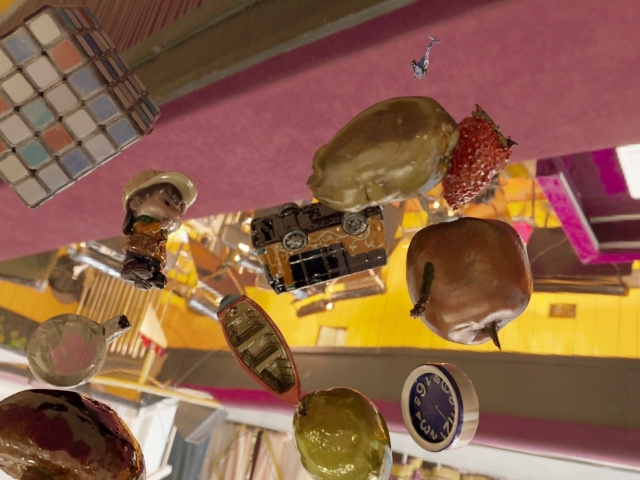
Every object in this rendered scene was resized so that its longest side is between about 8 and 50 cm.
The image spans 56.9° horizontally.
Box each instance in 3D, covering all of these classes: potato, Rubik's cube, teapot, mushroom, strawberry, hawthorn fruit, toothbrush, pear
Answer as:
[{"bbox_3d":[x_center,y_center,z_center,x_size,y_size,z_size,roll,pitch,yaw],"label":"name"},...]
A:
[{"bbox_3d":[0.135,-0.182,1.296,0.351,0.202,0.218,-20,120,0],"label":"potato"},{"bbox_3d":[-0.540,-0.285,1.217,0.287,0.292,0.293,-31,115,4],"label":"Rubik's cube"},{"bbox_3d":[-0.578,0.242,1.384,0.163,0.221,0.178,39,149,-11],"label":"teapot"},{"bbox_3d":[-0.499,0.467,1.133,0.331,0.356,0.334,18,145,-25],"label":"mushroom"},{"bbox_3d":[0.337,-0.193,1.404,0.098,0.174,0.228,9,133,-31],"label":"strawberry"},{"bbox_3d":[0.320,0.100,1.273,0.268,0.300,0.267,-9,156,-4],"label":"hawthorn fruit"},{"bbox_3d":[0.304,0.012,1.469,0.019,0.275,0.025,-27,-170,-2],"label":"toothbrush"},{"bbox_3d":[0.050,0.445,1.314,0.269,0.212,0.212,44,147,-19],"label":"pear"}]

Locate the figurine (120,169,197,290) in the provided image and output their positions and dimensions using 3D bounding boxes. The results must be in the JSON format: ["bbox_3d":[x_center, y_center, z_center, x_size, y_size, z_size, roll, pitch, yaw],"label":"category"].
[{"bbox_3d":[-0.463,-0.038,1.582,0.205,0.332,0.185,5,153,25],"label":"figurine"}]

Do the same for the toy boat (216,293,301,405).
[{"bbox_3d":[-0.152,0.295,1.559,0.079,0.136,0.392,36,158,55],"label":"toy boat"}]

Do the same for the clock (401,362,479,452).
[{"bbox_3d":[0.317,0.446,1.585,0.083,0.230,0.230,7,165,-34],"label":"clock"}]

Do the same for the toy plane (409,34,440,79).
[{"bbox_3d":[0.290,-0.505,1.644,0.054,0.062,0.167,39,165,8],"label":"toy plane"}]

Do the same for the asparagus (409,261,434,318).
[{"bbox_3d":[0.180,0.086,1.028,0.025,0.024,0.248,-8,-166,18],"label":"asparagus"}]

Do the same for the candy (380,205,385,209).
[{"bbox_3d":[0.142,-0.199,1.735,0.061,0.088,0.312,21,163,31],"label":"candy"}]

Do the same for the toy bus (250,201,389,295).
[{"bbox_3d":[0.000,0.000,1.499,0.324,0.161,0.194,-16,124,0],"label":"toy bus"}]
